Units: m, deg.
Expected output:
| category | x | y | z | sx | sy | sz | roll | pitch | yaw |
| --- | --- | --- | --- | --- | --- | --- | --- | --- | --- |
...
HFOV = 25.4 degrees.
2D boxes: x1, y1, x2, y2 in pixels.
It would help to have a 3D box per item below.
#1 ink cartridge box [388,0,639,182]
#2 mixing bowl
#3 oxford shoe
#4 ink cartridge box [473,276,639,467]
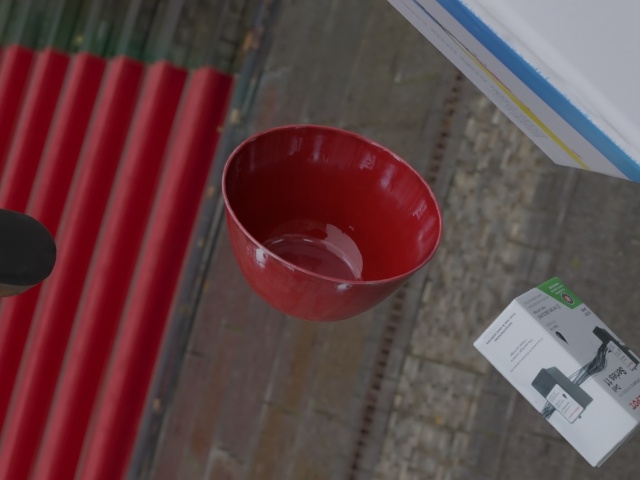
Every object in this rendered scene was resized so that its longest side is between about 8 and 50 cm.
| category | x | y | z | sx | sy | sz | roll | pitch | yaw |
| --- | --- | --- | --- | --- | --- | --- | --- | --- | --- |
| ink cartridge box | 0.115 | -0.159 | 0.575 | 0.198 | 0.197 | 0.270 | -47 | 2 | 5 |
| mixing bowl | 0.000 | 0.000 | 1.161 | 0.181 | 0.181 | 0.098 | -92 | 15 | -45 |
| oxford shoe | -0.294 | -0.002 | 0.970 | 0.076 | 0.212 | 0.076 | -35 | 39 | 55 |
| ink cartridge box | 0.309 | 0.156 | 1.724 | 0.087 | 0.208 | 0.153 | -51 | -16 | 27 |
